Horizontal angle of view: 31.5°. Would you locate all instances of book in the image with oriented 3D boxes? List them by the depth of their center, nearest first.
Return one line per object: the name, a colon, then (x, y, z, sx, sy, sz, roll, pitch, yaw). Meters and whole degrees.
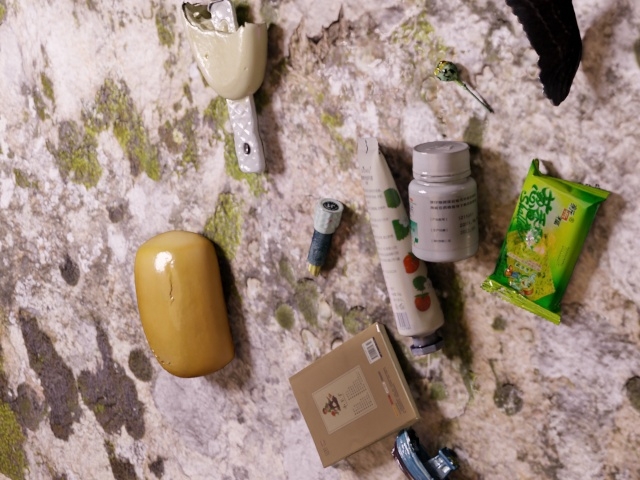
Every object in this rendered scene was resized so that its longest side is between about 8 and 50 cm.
book: (0.042, 0.210, 1.521, 0.198, 0.016, 0.139, -36, 69, 41)

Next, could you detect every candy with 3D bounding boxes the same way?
candy: (0.253, 0.003, 1.284, 0.102, 0.032, 0.178, 31, 123, 26)
candy: (0.164, -0.174, 1.296, 0.083, 0.025, 0.023, 46, 112, 7)

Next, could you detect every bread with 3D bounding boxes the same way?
bread: (-0.205, 0.096, 1.642, 0.147, 0.098, 0.217, -6, 104, 36)

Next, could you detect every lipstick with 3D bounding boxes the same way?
lipstick: (0.000, 0.000, 1.484, 0.037, 0.037, 0.116, 34, 129, 24)

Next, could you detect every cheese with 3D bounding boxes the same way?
cheese: (-0.111, -0.203, 1.482, 0.127, 0.049, 0.235, 1, 106, 37)

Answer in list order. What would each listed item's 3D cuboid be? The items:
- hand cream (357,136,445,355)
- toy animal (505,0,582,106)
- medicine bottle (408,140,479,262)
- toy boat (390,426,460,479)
hand cream: (0.095, 0.006, 1.391, 0.095, 0.059, 0.276, -161, 54, -77)
toy animal: (0.214, -0.291, 1.113, 0.160, 0.272, 0.197, 26, 80, 13)
medicine bottle: (0.143, -0.046, 1.321, 0.080, 0.080, 0.130, 7, 111, 36)
toy boat: (0.148, 0.295, 1.465, 0.061, 0.060, 0.137, -47, 72, 14)
